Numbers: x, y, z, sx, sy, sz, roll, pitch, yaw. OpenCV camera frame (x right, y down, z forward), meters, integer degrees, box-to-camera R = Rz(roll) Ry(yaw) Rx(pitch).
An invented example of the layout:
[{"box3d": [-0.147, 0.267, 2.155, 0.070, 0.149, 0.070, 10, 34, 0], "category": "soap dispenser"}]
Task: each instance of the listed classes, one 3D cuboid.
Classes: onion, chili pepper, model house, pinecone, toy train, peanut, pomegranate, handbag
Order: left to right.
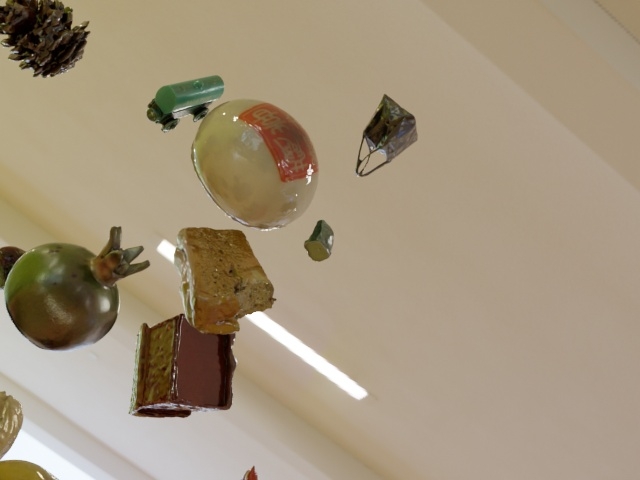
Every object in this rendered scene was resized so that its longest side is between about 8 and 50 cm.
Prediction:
[{"box3d": [-0.834, 0.514, 1.566, 0.149, 0.313, 0.149, 26, -24, 12], "category": "peanut"}, {"box3d": [-0.817, 0.072, 1.731, 0.118, 0.118, 0.117, 12, -71, 23], "category": "onion"}, {"box3d": [-0.642, -0.479, 1.501, 0.179, 0.184, 0.205, -15, -55, 39], "category": "pinecone"}, {"box3d": [-0.382, 0.071, 1.036, 0.224, 0.181, 0.181, -35, -67, 8], "category": "pomegranate"}, {"box3d": [-0.326, 0.279, 1.424, 0.253, 0.196, 0.160, -19, -28, 35], "category": "model house"}, {"box3d": [-0.372, -0.393, 1.822, 0.159, 0.248, 0.101, -37, -91, 39], "category": "toy train"}, {"box3d": [-0.169, 0.568, 1.426, 0.050, 0.059, 0.191, 9, -68, -19], "category": "chili pepper"}, {"box3d": [0.000, 0.000, 1.721, 0.066, 0.083, 0.079, -9, -47, 28], "category": "model house"}, {"box3d": [0.108, -0.168, 1.155, 0.072, 0.139, 0.115, 35, -5, 16], "category": "handbag"}]

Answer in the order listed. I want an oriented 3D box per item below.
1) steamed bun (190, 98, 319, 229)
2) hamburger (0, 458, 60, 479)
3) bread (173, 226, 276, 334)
[{"box3d": [-0.152, -0.222, 1.762, 0.374, 0.374, 0.241, 44, -52, -14], "category": "steamed bun"}, {"box3d": [-0.523, 0.504, 1.061, 0.301, 0.302, 0.170, 7, -50, 27], "category": "hamburger"}, {"box3d": [-0.198, 0.079, 1.343, 0.185, 0.380, 0.109, 7, -71, -19], "category": "bread"}]
